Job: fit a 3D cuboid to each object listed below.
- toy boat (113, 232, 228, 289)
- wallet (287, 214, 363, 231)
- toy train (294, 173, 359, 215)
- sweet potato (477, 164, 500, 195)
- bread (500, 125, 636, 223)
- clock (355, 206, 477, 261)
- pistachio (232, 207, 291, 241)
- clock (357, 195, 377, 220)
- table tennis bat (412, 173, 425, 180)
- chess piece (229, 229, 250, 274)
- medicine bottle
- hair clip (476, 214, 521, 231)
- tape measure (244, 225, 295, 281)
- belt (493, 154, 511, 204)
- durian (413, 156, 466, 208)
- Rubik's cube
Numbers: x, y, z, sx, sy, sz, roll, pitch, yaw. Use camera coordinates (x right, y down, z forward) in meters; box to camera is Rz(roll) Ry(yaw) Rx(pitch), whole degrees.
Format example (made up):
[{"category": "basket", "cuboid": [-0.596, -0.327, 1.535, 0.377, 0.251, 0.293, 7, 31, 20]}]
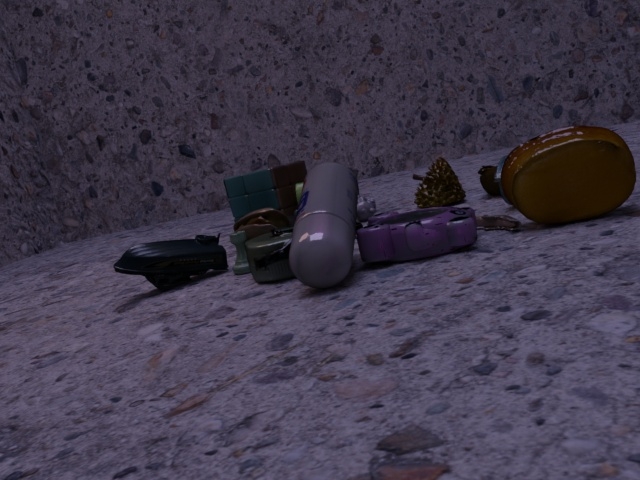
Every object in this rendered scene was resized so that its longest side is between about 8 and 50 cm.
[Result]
[{"category": "toy boat", "cuboid": [-0.387, 0.056, 1.700, 0.296, 0.122, 0.114, -7, 23, -35]}, {"category": "wallet", "cuboid": [-0.011, -0.037, 1.964, 0.262, 0.071, 0.221, -6, 8, -2]}, {"category": "toy train", "cuboid": [0.029, -0.147, 2.240, 0.253, 0.157, 0.105, -8, 5, 11]}, {"category": "sweet potato", "cuboid": [0.551, -0.183, 1.978, 0.124, 0.098, 0.310, -8, 10, -21]}, {"category": "bread", "cuboid": [0.524, -0.137, 1.397, 0.270, 0.195, 0.142, -14, 18, 15]}, {"category": "clock", "cuboid": [0.213, -0.018, 1.433, 0.248, 0.090, 0.227, -9, 10, 14]}, {"category": "pistachio", "cuboid": [-0.155, -0.016, 1.743, 0.152, 0.126, 0.223, 20, -28, -12]}, {"category": "clock", "cuboid": [0.093, -0.102, 2.118, 0.176, 0.080, 0.117, 0, 9, 2]}, {"category": "table tennis bat", "cuboid": [0.406, -0.169, 2.383, 0.170, 0.119, 0.107, 12, -12, 13]}, {"category": "chess piece", "cuboid": [-0.200, 0.029, 1.670, 0.067, 0.103, 0.067, -13, 8, 2]}, {"category": "medicine bottle", "cuboid": [0.010, -0.031, 1.378, 0.130, 0.130, 0.341, -11, 33, 13]}, {"category": "hair clip", "cuboid": [0.388, -0.043, 1.511, 0.072, 0.034, 0.226, -17, 10, -30]}, {"category": "tape measure", "cuboid": [-0.054, 0.014, 1.532, 0.235, 0.115, 0.207, -14, 6, -9]}, {"category": "belt", "cuboid": [0.525, -0.162, 1.729, 0.082, 0.147, 0.163, -9, 38, 37]}, {"category": "durian", "cuboid": [0.374, -0.167, 2.109, 0.186, 0.154, 0.260, -38, 2, -2]}, {"category": "Rubik's cube", "cuboid": [-0.176, -0.148, 2.364, 0.231, 0.224, 0.221, -9, 8, 32]}]
